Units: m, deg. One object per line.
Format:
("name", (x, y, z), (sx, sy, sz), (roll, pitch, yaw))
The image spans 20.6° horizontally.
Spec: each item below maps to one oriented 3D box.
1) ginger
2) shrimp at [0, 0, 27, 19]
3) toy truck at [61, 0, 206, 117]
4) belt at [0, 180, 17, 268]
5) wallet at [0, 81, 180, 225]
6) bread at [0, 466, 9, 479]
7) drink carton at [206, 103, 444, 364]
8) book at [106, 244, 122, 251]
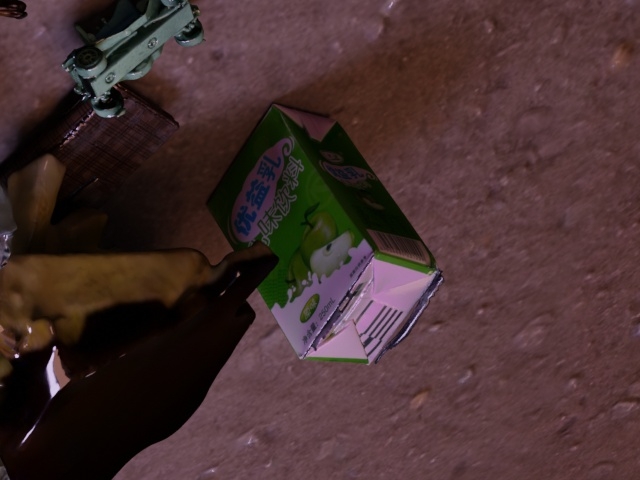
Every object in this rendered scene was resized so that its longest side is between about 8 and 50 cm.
("ginger", (-0.247, 0.087, 1.842), (0.358, 0.211, 0.413), (-34, 159, -25))
("shrimp", (-0.271, -0.264, 1.588), (0.195, 0.035, 0.148), (-25, 140, -5))
("toy truck", (-0.187, -0.199, 1.712), (0.154, 0.078, 0.080), (-44, 149, -17))
("belt", (-0.415, -0.007, 1.612), (0.257, 0.207, 0.150), (-30, 146, 4))
("wallet", (-0.261, -0.069, 1.804), (0.230, 0.042, 0.124), (-43, 145, 11))
("bread", (-0.447, 0.384, 2.047), (0.333, 0.160, 0.333), (-21, 141, -18))
("drink carton", (0.000, 0.000, 1.901), (0.108, 0.271, 0.161), (12, 123, -41))
("book", (-0.304, 0.109, 1.980), (0.228, 0.024, 0.160), (-30, 145, -11))
